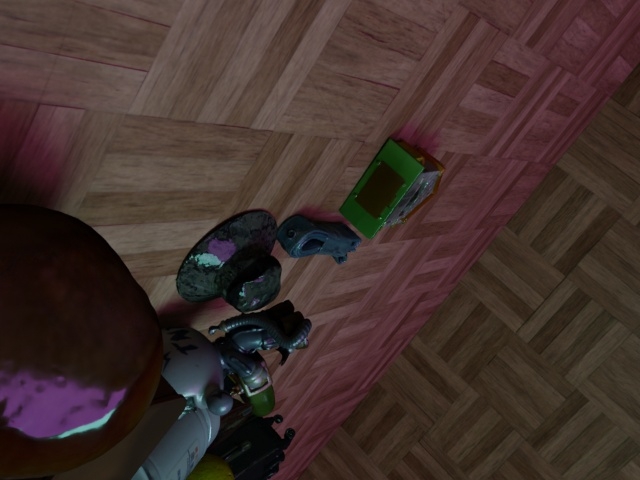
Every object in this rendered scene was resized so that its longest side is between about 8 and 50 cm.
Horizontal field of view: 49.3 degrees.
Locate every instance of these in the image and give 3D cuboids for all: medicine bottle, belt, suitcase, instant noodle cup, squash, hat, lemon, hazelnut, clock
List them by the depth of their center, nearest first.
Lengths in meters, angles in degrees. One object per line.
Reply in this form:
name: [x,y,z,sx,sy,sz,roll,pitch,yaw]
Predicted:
hazelnut: [-0.372,0.127,0.829,0.366,0.366,0.366,-38,157,-19]
hat: [-0.148,0.069,1.392,0.265,0.128,0.265,-36,153,-22]
medicine bottle: [-0.348,0.430,1.446,0.190,0.190,0.332,-53,177,19]
belt: [0.000,0.000,1.610,0.087,0.072,0.302,-55,155,13]
clock: [0.195,-0.131,1.699,0.220,0.106,0.255,-55,161,24]
lemon: [-0.307,0.648,1.824,0.173,0.206,0.173,-5,122,-8]
instant noodle cup: [-0.312,0.489,1.864,0.274,0.091,0.274,-34,159,-15]
squash: [-0.183,0.433,2.007,0.101,0.101,0.378,-38,156,-18]
suitcase: [-0.300,0.706,2.141,0.434,0.194,0.283,-27,152,-38]

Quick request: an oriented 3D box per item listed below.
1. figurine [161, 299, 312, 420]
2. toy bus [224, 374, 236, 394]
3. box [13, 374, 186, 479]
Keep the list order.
figurine: [-0.217,0.243,1.414,0.382,0.261,0.186,-18,106,-19]
toy bus: [-0.343,0.428,1.683,0.335,0.121,0.123,-45,171,-1]
box: [-0.434,0.313,1.161,0.339,0.229,0.239,-51,157,15]
